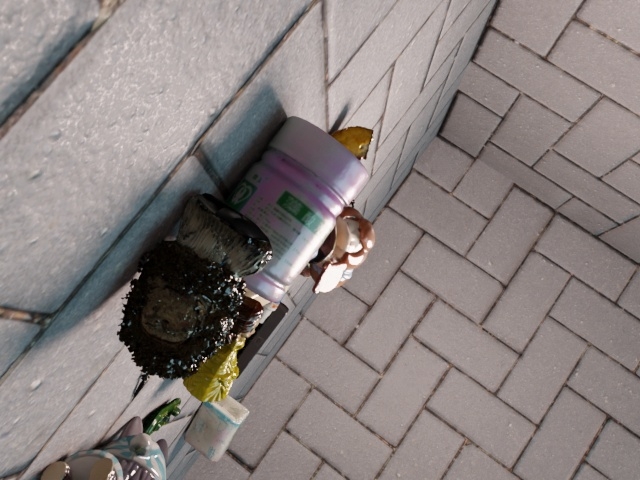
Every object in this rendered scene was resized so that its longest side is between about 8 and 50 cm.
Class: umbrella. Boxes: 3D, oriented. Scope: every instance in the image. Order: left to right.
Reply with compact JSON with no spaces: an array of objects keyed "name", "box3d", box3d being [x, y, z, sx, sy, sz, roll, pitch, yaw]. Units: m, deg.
[{"name":"umbrella","box3d":[-0.446,0.356,1.367,0.149,0.022,0.022,-50,-149,28]}]

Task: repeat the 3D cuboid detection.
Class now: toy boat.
[{"name":"toy boat","box3d":[-0.502,0.558,1.712,0.104,0.052,0.210,-53,172,9]}]

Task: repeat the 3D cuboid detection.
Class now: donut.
[{"name":"donut","box3d":[0.065,-0.220,1.514,0.085,0.141,0.217,-74,-175,-72]}]

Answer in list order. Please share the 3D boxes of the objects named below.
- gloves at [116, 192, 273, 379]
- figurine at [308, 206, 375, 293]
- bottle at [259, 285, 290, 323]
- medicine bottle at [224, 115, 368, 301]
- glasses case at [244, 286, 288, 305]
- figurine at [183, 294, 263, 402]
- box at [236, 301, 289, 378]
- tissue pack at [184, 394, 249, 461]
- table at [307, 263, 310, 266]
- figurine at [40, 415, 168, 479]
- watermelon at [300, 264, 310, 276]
[{"name":"gloves","box3d":[-0.216,0.087,0.941,0.312,0.210,0.135,-53,-166,-5]},{"name":"figurine","box3d":[0.001,0.001,1.511,0.388,0.248,0.276,3,86,-56]},{"name":"bottle","box3d":[-0.188,0.236,2.151,0.217,0.060,0.060,-56,171,20]},{"name":"medicine bottle","box3d":[-0.076,-0.061,1.109,0.325,0.212,0.212,-53,171,-4]},{"name":"glasses case","box3d":[-0.186,0.168,1.756,0.196,0.050,0.083,-23,145,-41]},{"name":"figurine","box3d":[-0.264,0.300,1.610,0.315,0.168,0.187,-56,162,21]},{"name":"box","box3d":[-0.259,0.402,2.279,0.350,0.058,0.211,-54,-174,-7]},{"name":"tissue pack","box3d":[-0.463,0.815,2.428,0.271,0.201,0.124,-60,167,22]},{"name":"table","box3d":[-0.020,0.074,2.144,0.166,0.166,0.198,-54,179,-5]},{"name":"figurine","box3d":[-0.526,0.568,1.363,0.377,0.267,0.361,-105,-166,-60]},{"name":"watermelon","box3d":[-0.099,0.045,1.687,0.121,0.158,0.098,-12,145,-35]}]
